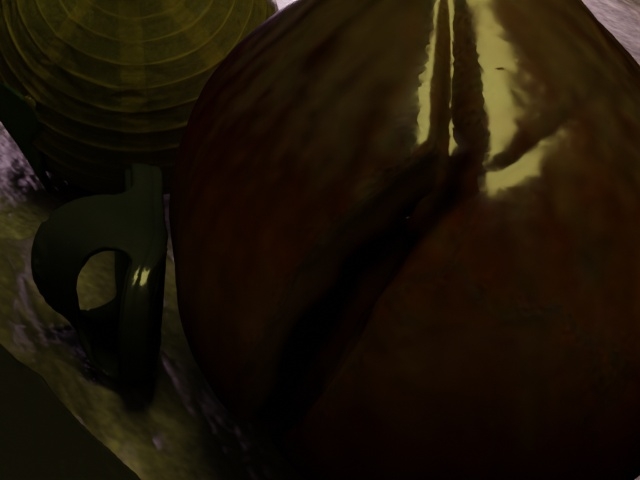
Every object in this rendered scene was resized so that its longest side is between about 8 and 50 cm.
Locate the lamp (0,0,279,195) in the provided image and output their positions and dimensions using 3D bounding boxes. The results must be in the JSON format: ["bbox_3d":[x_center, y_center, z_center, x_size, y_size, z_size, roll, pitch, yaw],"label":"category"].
[{"bbox_3d":[-0.148,-0.163,1.343,0.250,0.284,0.250,3,64,-6],"label":"lamp"}]

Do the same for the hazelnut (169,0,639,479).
[{"bbox_3d":[0.069,-0.011,1.093,0.359,0.359,0.409,8,23,-11],"label":"hazelnut"}]

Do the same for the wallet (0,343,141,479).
[{"bbox_3d":[-0.268,0.074,0.947,0.377,0.051,0.197,43,35,3],"label":"wallet"}]

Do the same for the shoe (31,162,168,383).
[{"bbox_3d":[-0.155,0.019,1.195,0.093,0.108,0.241,5,23,-7],"label":"shoe"}]
